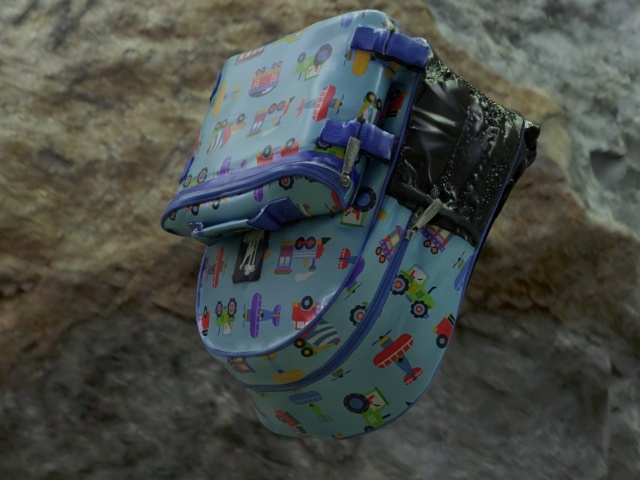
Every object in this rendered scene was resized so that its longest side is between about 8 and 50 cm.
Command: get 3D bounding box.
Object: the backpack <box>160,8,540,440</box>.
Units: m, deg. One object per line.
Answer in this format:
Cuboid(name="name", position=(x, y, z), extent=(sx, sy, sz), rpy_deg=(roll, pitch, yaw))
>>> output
Cuboid(name="backpack", position=(0.000, 0.000, 0.595), extent=(0.158, 0.117, 0.173), rpy_deg=(-5, -121, 51))
